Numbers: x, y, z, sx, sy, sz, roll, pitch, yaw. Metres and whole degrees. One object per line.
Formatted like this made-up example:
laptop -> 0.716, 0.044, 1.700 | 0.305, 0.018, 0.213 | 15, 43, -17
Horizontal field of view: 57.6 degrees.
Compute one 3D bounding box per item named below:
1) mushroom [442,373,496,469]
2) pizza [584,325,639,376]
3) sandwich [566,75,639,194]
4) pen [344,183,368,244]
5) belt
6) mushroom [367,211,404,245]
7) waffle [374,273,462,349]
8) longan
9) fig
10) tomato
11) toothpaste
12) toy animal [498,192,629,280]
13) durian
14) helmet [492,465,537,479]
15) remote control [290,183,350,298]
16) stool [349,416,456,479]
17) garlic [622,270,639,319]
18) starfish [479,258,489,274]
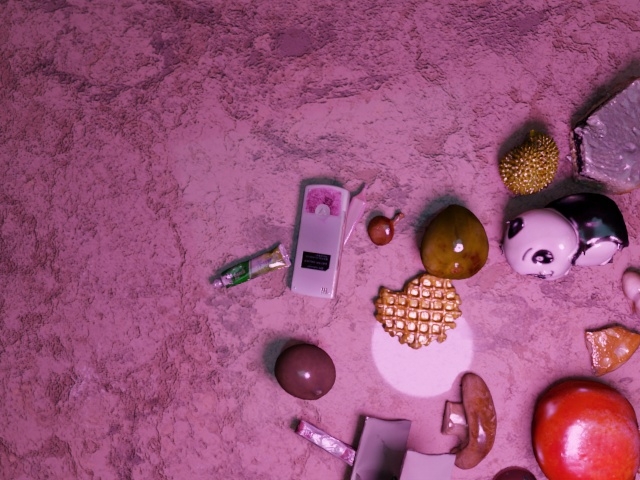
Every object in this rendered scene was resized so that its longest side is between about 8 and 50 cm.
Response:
mushroom -> 0.455, 0.549, 1.724 | 0.156, 0.151, 0.285 | 7, 90, -1
pizza -> 0.865, 0.323, 1.770 | 0.161, 0.062, 0.182 | 35, 95, -6
sandwich -> 0.891, -0.292, 1.733 | 0.325, 0.131, 0.262 | -43, 91, 1
pen -> 0.101, -0.083, 1.792 | 0.053, 0.032, 0.197 | 26, 93, 2
belt -> 0.028, 0.619, 1.774 | 0.232, 0.071, 0.053 | 30, 83, -2
mushroom -> 0.198, -0.048, 1.771 | 0.129, 0.073, 0.088 | -46, 56, -3
waffle -> 0.302, 0.202, 1.776 | 0.249, 0.056, 0.253 | 39, 92, 0
longan -> -0.046, 0.388, 1.725 | 0.189, 0.189, 0.189 | 0, 90, 1
fig -> 0.392, 0.000, 1.723 | 0.203, 0.203, 0.225 | -1, 56, 1
tomato -> 0.757, 0.569, 1.663 | 0.290, 0.293, 0.324 | 4, 95, 15
toothpaste -> -0.214, 0.089, 1.789 | 0.248, 0.047, 0.078 | -22, 91, -1
toy animal -> 0.688, -0.006, 1.692 | 0.310, 0.251, 0.250 | -10, 90, 0
durian -> 0.630, -0.224, 1.728 | 0.198, 0.146, 0.159 | -43, 91, 4
helmet -> 0.596, 0.784, 1.746 | 0.155, 0.106, 0.175 | 11, 94, 1
remote control -> 0.000, 0.000, 1.770 | 0.145, 0.050, 0.343 | 9, 90, 17
stool -> 0.220, 0.678, 1.658 | 0.171, 0.244, 0.269 | 13, 90, -23
garlic -> 0.963, 0.171, 1.741 | 0.099, 0.124, 0.174 | -33, 62, 15
starfish -> 0.475, 0.061, 1.795 | 0.092, 0.016, 0.086 | 2, 88, 3
